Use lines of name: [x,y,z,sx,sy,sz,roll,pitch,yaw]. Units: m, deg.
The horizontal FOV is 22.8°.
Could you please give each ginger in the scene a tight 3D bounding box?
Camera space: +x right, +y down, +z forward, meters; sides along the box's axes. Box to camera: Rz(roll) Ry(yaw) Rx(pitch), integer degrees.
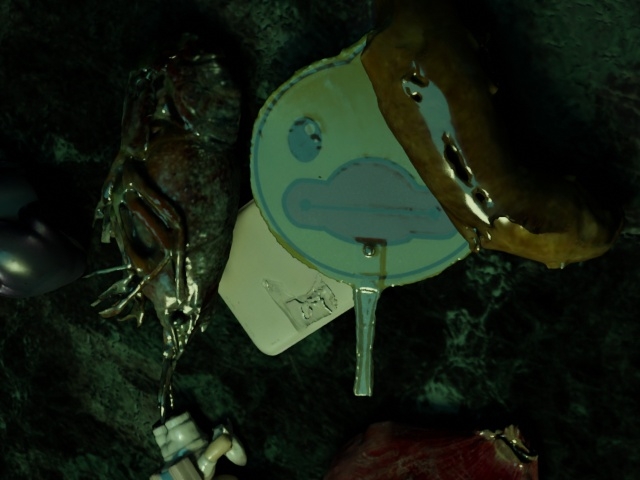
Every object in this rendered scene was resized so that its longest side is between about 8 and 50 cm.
ginger: [0.127,-0.096,1.333,0.309,0.133,0.107,52,164,-9]

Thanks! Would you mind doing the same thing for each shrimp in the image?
shrimp: [-0.146,-0.016,1.535,0.137,0.172,0.372,16,101,6]

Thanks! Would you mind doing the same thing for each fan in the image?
fan: [0.047,-0.021,1.427,0.229,0.011,0.335,3,101,10]

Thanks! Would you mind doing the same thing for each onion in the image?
onion: [0.108,0.279,1.559,0.227,0.120,0.283,38,128,2]

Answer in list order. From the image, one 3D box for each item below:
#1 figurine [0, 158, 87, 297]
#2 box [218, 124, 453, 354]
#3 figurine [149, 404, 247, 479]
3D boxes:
figurine: [-0.348,-0.019,1.665,0.222,0.145,0.145,27,126,18]
box: [0.000,0.000,1.521,0.285,0.044,0.142,-34,93,39]
figurine: [-0.112,0.288,1.709,0.137,0.112,0.229,-30,88,44]
